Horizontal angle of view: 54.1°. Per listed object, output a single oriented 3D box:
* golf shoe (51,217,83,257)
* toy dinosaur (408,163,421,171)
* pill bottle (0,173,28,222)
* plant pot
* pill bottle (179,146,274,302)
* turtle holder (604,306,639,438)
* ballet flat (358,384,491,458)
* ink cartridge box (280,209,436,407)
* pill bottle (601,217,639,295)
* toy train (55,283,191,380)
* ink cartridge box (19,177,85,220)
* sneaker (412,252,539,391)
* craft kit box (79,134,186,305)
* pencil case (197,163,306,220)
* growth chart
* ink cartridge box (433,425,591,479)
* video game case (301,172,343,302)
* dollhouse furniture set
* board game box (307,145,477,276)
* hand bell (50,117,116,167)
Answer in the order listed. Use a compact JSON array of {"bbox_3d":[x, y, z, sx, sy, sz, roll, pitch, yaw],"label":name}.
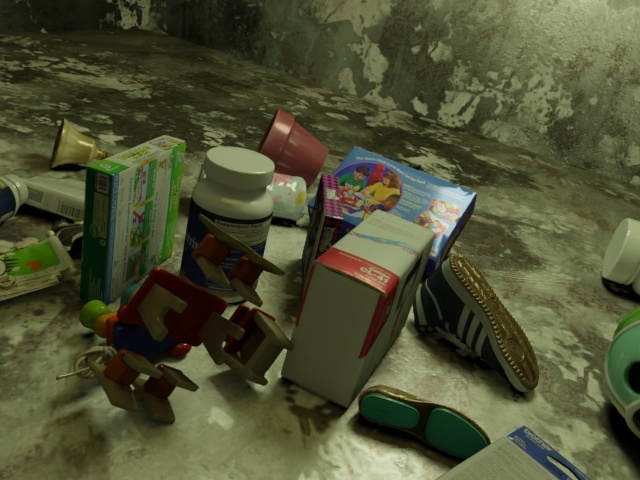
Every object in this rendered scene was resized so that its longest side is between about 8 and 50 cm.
[{"bbox_3d":[-0.415,-0.006,1.221,0.198,0.077,0.094,-16,41,-26],"label":"golf shoe"},{"bbox_3d":[0.167,-0.143,1.753,0.219,0.164,0.321,-5,49,-1],"label":"toy dinosaur"},{"bbox_3d":[-0.644,-0.072,1.205,0.094,0.094,0.169,17,25,5],"label":"pill bottle"},{"bbox_3d":[-0.085,-0.248,1.797,0.180,0.201,0.201,26,22,-12],"label":"plant pot"},{"bbox_3d":[-0.171,-0.030,1.170,0.153,0.264,0.153,12,24,-5],"label":"pill bottle"},{"bbox_3d":[0.640,0.228,1.049,0.320,0.243,0.227,-12,25,45],"label":"turtle holder"},{"bbox_3d":[0.160,0.268,0.960,0.206,0.073,0.067,22,11,8],"label":"ballet flat"},{"bbox_3d":[0.074,0.101,1.075,0.131,0.226,0.306,23,27,18],"label":"ink cartridge box"},{"bbox_3d":[0.944,0.078,1.624,0.361,0.204,0.204,21,25,12],"label":"pill bottle"},{"bbox_3d":[-0.320,0.133,0.953,0.143,0.105,0.248,19,23,36],"label":"toy train"},{"bbox_3d":[-0.531,-0.091,1.388,0.181,0.056,0.225,18,6,7],"label":"ink cartridge box"},{"bbox_3d":[0.286,0.179,1.203,0.099,0.153,0.282,-11,65,-47],"label":"sneaker"},{"bbox_3d":[-0.333,-0.043,1.130,0.061,0.249,0.246,19,24,12],"label":"craft kit box"},{"bbox_3d":[-0.170,-0.115,1.537,0.273,0.113,0.124,5,36,-19],"label":"pencil case"},{"bbox_3d":[-0.536,0.052,1.059,0.237,0.021,0.172,-23,43,-40],"label":"growth chart"},{"bbox_3d":[0.243,0.364,0.804,0.311,0.065,0.186,-13,38,-40],"label":"ink cartridge box"},{"bbox_3d":[0.000,0.000,1.268,0.042,0.210,0.232,11,25,-7],"label":"video game case"},{"bbox_3d":[-0.169,0.118,0.912,0.135,0.262,0.259,35,-2,41],"label":"dollhouse furniture set"},{"bbox_3d":[0.177,-0.079,1.557,0.347,0.078,0.233,25,60,22],"label":"board game box"},{"bbox_3d":[-0.537,-0.210,1.579,0.242,0.126,0.126,15,22,-28],"label":"hand bell"}]
